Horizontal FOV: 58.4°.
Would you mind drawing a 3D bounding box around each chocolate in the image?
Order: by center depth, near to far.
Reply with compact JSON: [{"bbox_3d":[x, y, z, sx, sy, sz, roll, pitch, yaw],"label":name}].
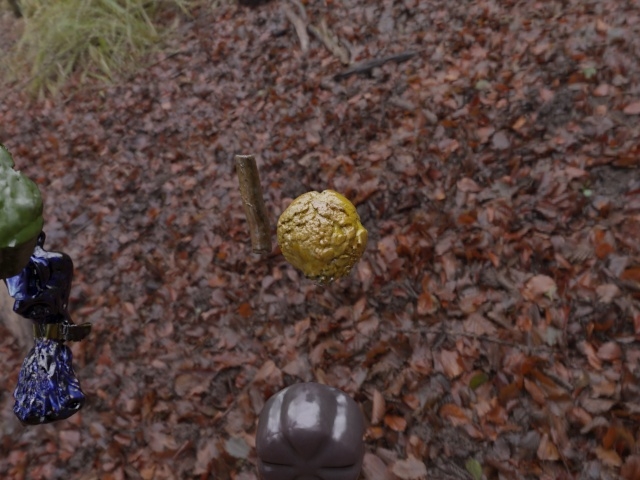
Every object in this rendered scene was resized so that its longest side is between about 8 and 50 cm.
[{"bbox_3d":[-0.491,0.148,1.029,0.148,0.344,0.126,-4,10,-25],"label":"chocolate"}]

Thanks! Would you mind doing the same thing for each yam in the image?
[{"bbox_3d":[-0.152,-0.081,1.310,0.056,0.241,0.057,-9,17,3],"label":"yam"}]

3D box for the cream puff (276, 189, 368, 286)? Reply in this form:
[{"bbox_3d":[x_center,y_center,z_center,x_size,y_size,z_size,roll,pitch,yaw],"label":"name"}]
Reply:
[{"bbox_3d":[0.000,0.000,1.129,0.189,0.189,0.129,-9,21,17],"label":"cream puff"}]

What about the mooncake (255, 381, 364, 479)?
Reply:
[{"bbox_3d":[-0.022,0.419,1.190,0.244,0.245,0.133,-13,30,13],"label":"mooncake"}]

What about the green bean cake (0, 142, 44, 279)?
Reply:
[{"bbox_3d":[-0.527,-0.029,0.648,0.319,0.335,0.218,-40,8,-33],"label":"green bean cake"}]
